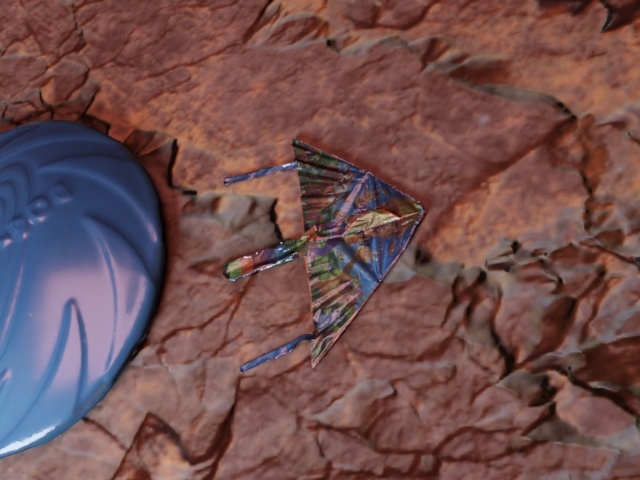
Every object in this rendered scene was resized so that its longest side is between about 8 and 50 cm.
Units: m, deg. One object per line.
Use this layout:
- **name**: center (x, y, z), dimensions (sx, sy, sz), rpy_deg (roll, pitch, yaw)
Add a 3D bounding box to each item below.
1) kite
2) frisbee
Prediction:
- **kite**: center (0.000, 0.000, 0.838), dimensions (0.160, 0.010, 0.183), rpy_deg (-17, 60, 19)
- **frisbee**: center (-0.253, 0.028, 0.927), dimensions (0.289, 0.049, 0.290), rpy_deg (-11, 62, 21)
